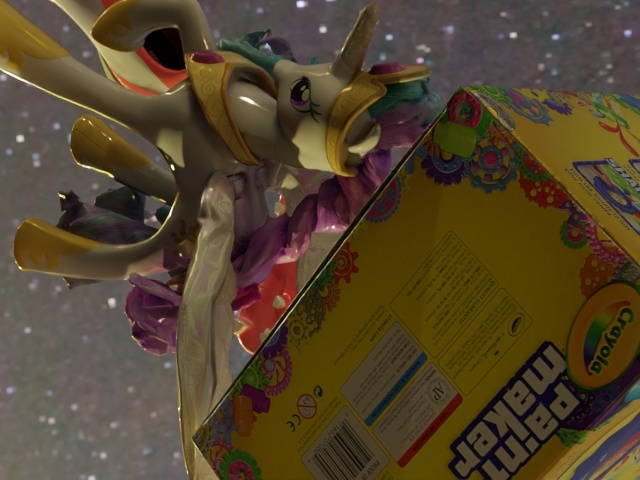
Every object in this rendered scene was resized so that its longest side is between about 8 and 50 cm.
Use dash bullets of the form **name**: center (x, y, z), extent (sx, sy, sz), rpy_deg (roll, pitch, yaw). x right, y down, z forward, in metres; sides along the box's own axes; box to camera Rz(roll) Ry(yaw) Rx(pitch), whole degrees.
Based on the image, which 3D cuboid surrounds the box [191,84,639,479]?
- **box**: center (0.129, 0.070, 0.812), extent (0.177, 0.279, 0.290), rpy_deg (50, -59, 23)

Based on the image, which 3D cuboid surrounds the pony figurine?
- **pony figurine**: center (-0.072, -0.017, 0.962), extent (0.363, 0.303, 0.351), rpy_deg (14, -59, 33)

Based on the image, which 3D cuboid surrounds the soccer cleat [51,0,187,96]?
- **soccer cleat**: center (-0.222, -0.263, 1.325), extent (0.318, 0.108, 0.116), rpy_deg (51, -33, -1)

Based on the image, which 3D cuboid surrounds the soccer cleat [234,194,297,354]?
- **soccer cleat**: center (0.000, 0.000, 1.211), extent (0.083, 0.095, 0.248), rpy_deg (24, -90, 32)
